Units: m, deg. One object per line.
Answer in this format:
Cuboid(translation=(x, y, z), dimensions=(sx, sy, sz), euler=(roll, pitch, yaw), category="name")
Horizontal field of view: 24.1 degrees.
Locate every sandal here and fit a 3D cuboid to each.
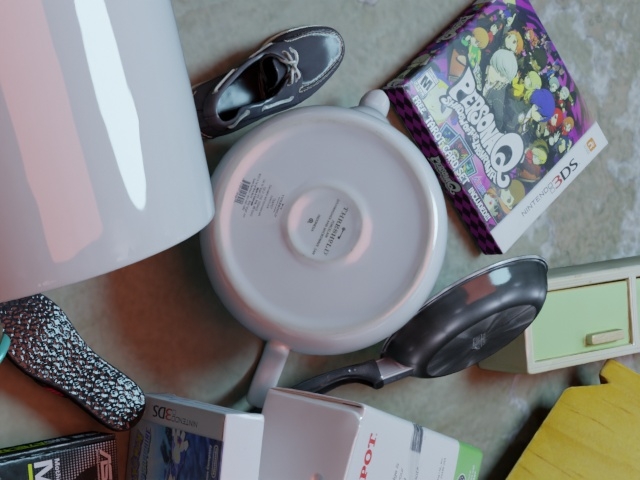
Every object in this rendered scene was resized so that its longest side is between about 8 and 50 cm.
Cuboid(translation=(-0.237, 0.113, 1.376), dimensions=(0.179, 0.040, 0.067), euler=(46, 63, -23), category="sandal")

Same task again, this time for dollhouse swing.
Cuboid(translation=(0.336, 0.394, 1.747), dimensions=(0.315, 0.305, 0.347), euler=(32, 64, 12), category="dollhouse swing")

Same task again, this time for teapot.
Cuboid(translation=(0.000, 0.000, 1.459), dimensions=(0.256, 0.187, 0.253), euler=(-24, 85, -5), category="teapot")

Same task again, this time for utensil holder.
Cuboid(translation=(-0.270, -0.168, 1.183), dimensions=(0.327, 0.327, 0.386), euler=(-21, 104, -32), category="utensil holder")

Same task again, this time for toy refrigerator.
Cuboid(translation=(0.309, 0.081, 1.710), dimensions=(0.269, 0.094, 0.102), euler=(-6, 94, -34), category="toy refrigerator")

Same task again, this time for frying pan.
Cuboid(translation=(0.098, 0.101, 1.499), dimensions=(0.326, 0.197, 0.053), euler=(-19, 65, -27), category="frying pan")

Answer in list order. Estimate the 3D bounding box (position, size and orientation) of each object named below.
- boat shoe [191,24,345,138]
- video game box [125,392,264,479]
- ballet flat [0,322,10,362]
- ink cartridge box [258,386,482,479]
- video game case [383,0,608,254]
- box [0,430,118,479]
Cuboid(translation=(-0.045, -0.158, 1.486), dimensions=(0.206, 0.065, 0.075), euler=(-31, 107, -30), category="boat shoe")
Cuboid(translation=(-0.124, 0.248, 1.369), dimensions=(0.048, 0.187, 0.205), euler=(7, 86, -30), category="video game box")
Cuboid(translation=(-0.368, 0.137, 1.147), dimensions=(0.124, 0.342, 0.116), euler=(39, 39, -11), category="ballet flat")
Cuboid(translation=(0.036, 0.268, 1.461), dimensions=(0.273, 0.114, 0.198), euler=(29, 73, -56), category="ink cartridge box")
Cuboid(translation=(0.199, -0.137, 1.664), dimensions=(0.210, 0.041, 0.232), euler=(-44, 113, -27), category="video game case")
Cuboid(translation=(-0.260, 0.278, 1.343), dimensions=(0.184, 0.045, 0.191), euler=(-4, 92, -45), category="box")
